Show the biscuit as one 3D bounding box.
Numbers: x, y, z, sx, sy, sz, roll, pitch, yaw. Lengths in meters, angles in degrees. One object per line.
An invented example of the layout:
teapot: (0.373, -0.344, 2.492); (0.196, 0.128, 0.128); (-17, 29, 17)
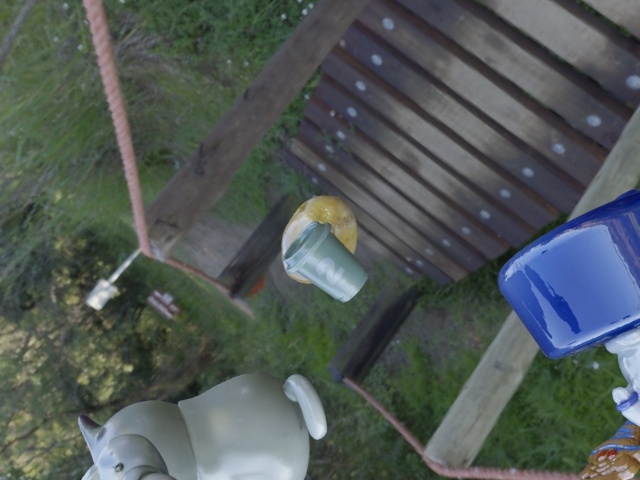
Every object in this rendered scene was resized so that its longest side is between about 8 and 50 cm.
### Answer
biscuit: (0.586, 0.457, 1.374); (0.043, 0.280, 0.183); (44, 151, 10)

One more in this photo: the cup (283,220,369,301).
cup: (0.013, 0.045, 1.263); (0.141, 0.120, 0.120); (42, 167, -12)

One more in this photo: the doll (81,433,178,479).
doll: (-0.223, 0.321, 0.835); (0.107, 0.110, 0.181); (42, 170, -37)

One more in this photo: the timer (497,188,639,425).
timer: (0.414, 0.150, 0.809); (0.270, 0.271, 0.383); (79, 168, -71)

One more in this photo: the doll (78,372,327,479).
doll: (-0.183, 0.343, 1.121); (0.226, 0.371, 0.215); (87, 162, -44)

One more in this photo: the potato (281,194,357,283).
potato: (0.000, 0.000, 1.419); (0.150, 0.146, 0.233); (22, 146, 3)
